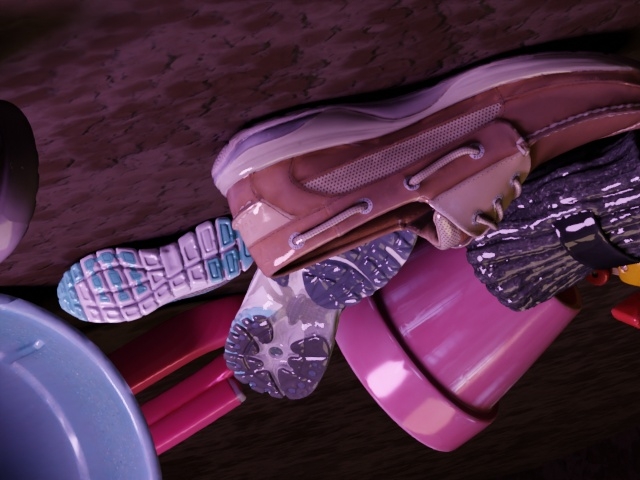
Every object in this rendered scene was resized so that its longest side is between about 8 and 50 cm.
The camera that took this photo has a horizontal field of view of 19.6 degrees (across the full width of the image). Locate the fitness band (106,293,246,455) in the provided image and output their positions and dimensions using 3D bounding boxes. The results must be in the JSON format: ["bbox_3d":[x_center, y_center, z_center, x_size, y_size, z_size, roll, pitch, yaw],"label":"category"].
[{"bbox_3d":[-0.167,0.154,1.823,0.291,0.054,0.209,-32,160,-3],"label":"fitness band"}]

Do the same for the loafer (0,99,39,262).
[{"bbox_3d":[-0.329,-0.005,1.061,0.366,0.134,0.130,-27,150,29],"label":"loafer"}]

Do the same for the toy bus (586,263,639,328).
[{"bbox_3d":[0.316,-0.017,1.733,0.202,0.104,0.191,-14,-149,-7],"label":"toy bus"}]

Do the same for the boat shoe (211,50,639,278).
[{"bbox_3d":[0.089,-0.049,1.325,0.324,0.116,0.123,-15,167,-3],"label":"boat shoe"}]

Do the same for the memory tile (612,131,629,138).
[{"bbox_3d":[0.285,-0.107,1.538,0.148,0.012,0.113,-2,160,-44],"label":"memory tile"}]

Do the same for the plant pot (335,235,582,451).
[{"bbox_3d":[0.133,0.065,1.713,0.180,0.201,0.201,-38,159,20],"label":"plant pot"}]

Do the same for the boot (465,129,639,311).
[{"bbox_3d":[0.303,-0.019,1.565,0.260,0.131,0.348,-31,146,32],"label":"boot"}]

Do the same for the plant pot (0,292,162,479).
[{"bbox_3d":[-0.366,0.241,1.596,0.341,0.341,0.334,-4,170,-40],"label":"plant pot"}]

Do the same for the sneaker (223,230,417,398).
[{"bbox_3d":[0.000,0.000,1.498,0.110,0.122,0.283,26,134,-9],"label":"sneaker"}]

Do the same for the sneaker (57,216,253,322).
[{"bbox_3d":[-0.132,0.032,1.525,0.166,0.065,0.076,-14,170,-2],"label":"sneaker"}]
